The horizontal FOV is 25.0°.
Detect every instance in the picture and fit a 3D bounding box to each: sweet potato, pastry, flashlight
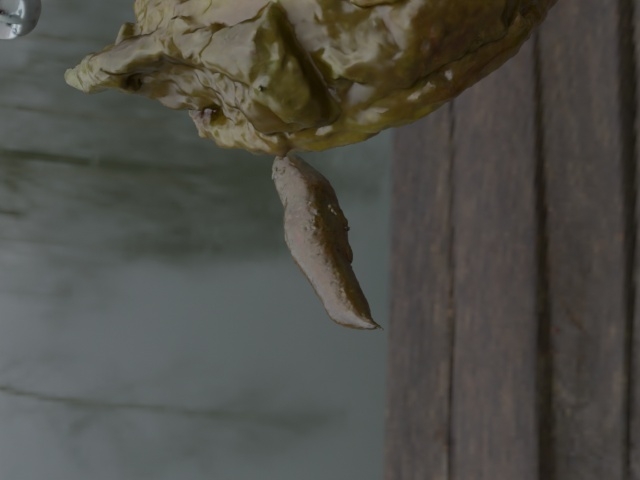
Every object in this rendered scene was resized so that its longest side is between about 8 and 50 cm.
[{"bbox_3d":[0.000,0.000,1.392,0.067,0.067,0.274,-64,35,35],"label":"sweet potato"},{"bbox_3d":[0.013,-0.136,0.805,0.240,0.132,0.235,-6,41,46],"label":"pastry"},{"bbox_3d":[-0.257,-0.212,1.087,0.200,0.093,0.047,56,130,49],"label":"flashlight"}]
